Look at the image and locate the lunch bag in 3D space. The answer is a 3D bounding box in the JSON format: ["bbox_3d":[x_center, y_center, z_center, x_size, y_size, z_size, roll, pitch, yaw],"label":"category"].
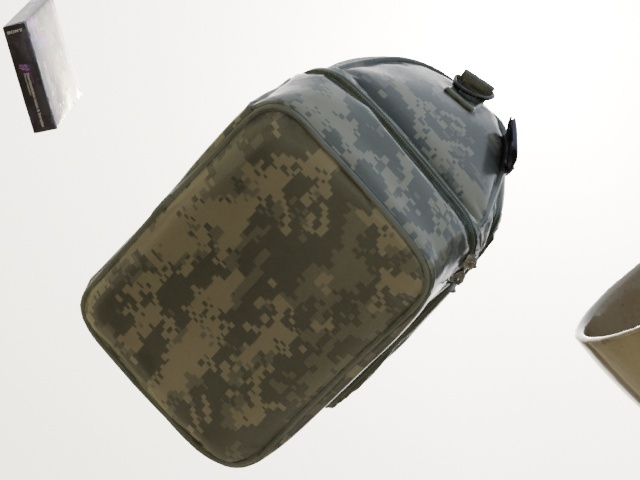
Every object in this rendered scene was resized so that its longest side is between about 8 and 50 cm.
[{"bbox_3d":[0.000,0.000,1.520,0.212,0.256,0.305,45,-59,3],"label":"lunch bag"}]

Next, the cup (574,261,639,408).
[{"bbox_3d":[0.401,0.082,1.468,0.237,0.331,0.331,56,-27,-4],"label":"cup"}]

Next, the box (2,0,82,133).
[{"bbox_3d":[-0.289,-0.186,1.980,0.162,0.029,0.116,-86,162,-74],"label":"box"}]
